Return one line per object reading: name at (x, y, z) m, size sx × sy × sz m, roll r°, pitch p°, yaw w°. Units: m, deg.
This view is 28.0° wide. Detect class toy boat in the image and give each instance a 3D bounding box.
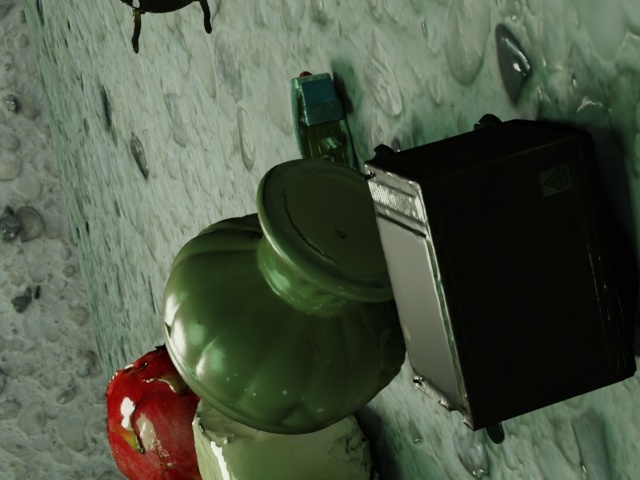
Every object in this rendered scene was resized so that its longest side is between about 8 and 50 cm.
toy boat at (0.004, -0.131, 1.625) m, size 0.059 × 0.069 × 0.172 m, roll -171°, pitch 70°, yaw -77°

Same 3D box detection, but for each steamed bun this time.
steamed bun at (-0.042, 0.365, 1.868) m, size 0.334 × 0.233 × 0.311 m, roll -129°, pitch 28°, yaw -62°

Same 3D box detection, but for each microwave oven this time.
microwave oven at (0.166, 0.021, 1.183) m, size 0.178 × 0.188 × 0.247 m, roll -154°, pitch 47°, yaw -69°

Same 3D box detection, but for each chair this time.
chair at (-0.242, -0.407, 1.922) m, size 0.213 × 0.174 × 0.149 m, roll 101°, pitch 151°, yaw -70°

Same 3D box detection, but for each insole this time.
insole at (0.181, 0.161, 1.484) m, size 0.152 × 0.002 × 0.053 m, roll 71°, pitch 158°, yaw 10°

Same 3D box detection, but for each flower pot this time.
flower pot at (-0.019, 0.057, 1.540) m, size 0.244 × 0.308 × 0.307 m, roll -56°, pitch 50°, yaw 40°

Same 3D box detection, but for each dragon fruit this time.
dragon fruit at (-0.218, 0.314, 2.203) m, size 0.301 × 0.296 × 0.295 m, roll 52°, pitch 156°, yaw 3°
